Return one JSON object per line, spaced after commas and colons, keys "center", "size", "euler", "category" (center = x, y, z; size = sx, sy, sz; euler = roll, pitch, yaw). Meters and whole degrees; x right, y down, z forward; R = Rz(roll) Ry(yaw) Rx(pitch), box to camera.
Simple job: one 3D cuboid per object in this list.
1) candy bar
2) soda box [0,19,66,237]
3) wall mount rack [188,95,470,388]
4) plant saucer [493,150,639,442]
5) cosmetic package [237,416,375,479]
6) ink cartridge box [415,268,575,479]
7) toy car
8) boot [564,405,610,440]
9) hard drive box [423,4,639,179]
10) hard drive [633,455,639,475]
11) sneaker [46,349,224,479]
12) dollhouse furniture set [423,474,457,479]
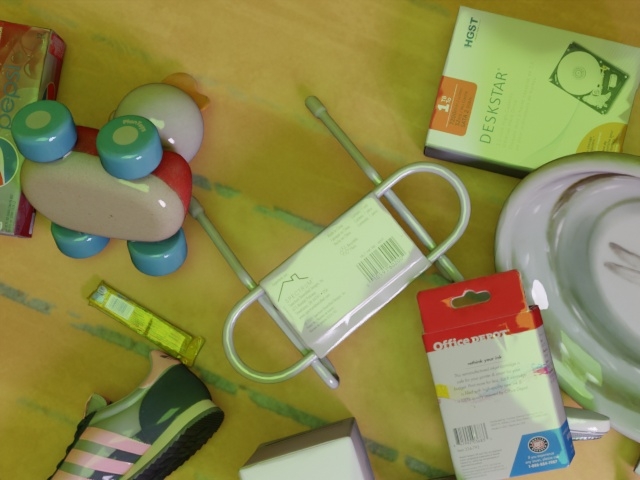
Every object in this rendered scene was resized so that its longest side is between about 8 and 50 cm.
{"center": [-0.224, 0.103, 1.579], "size": [0.161, 0.018, 0.040], "euler": [30, 86, 5], "category": "candy bar"}
{"center": [-0.395, -0.139, 1.569], "size": [0.092, 0.083, 0.263], "euler": [10, 88, 3], "category": "soda box"}
{"center": [0.000, 0.000, 1.521], "size": [0.350, 0.130, 0.304], "euler": [-39, 89, 1], "category": "wall mount rack"}
{"center": [0.384, 0.061, 1.403], "size": [0.100, 0.400, 0.400], "euler": [-36, 85, -33], "category": "plant saucer"}
{"center": [0.009, 0.340, 1.450], "size": [0.138, 0.224, 0.224], "euler": [-17, 87, 3], "category": "cosmetic package"}
{"center": [0.203, 0.157, 1.450], "size": [0.134, 0.078, 0.231], "euler": [-14, 87, 17], "category": "ink cartridge box"}
{"center": [-0.232, -0.121, 1.530], "size": [0.210, 0.219, 0.238], "euler": [11, 53, 15], "category": "toy car"}
{"center": [0.256, 0.247, 1.514], "size": [0.189, 0.069, 0.086], "euler": [2, 94, 21], "category": "boot"}
{"center": [0.259, -0.168, 1.524], "size": [0.232, 0.089, 0.181], "euler": [13, 88, 5], "category": "hard drive box"}
{"center": [0.587, 0.257, 1.482], "size": [0.353, 0.047, 0.233], "euler": [27, 90, 12], "category": "hard drive"}
{"center": [-0.274, 0.268, 1.545], "size": [0.319, 0.112, 0.131], "euler": [-38, 69, -1], "category": "sneaker"}
{"center": [0.147, 0.383, 1.471], "size": [0.101, 0.161, 0.182], "euler": [-11, 86, 3], "category": "dollhouse furniture set"}
